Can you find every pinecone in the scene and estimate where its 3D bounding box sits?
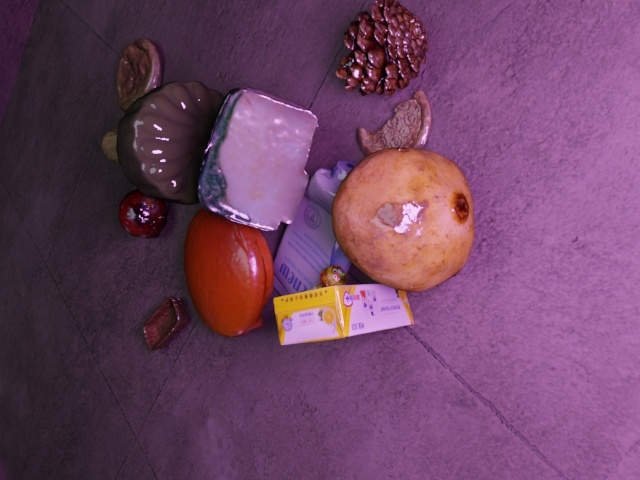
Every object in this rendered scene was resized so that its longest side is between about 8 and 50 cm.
[{"bbox_3d":[0.129,-0.411,1.092,0.205,0.179,0.184,-3,62,56],"label":"pinecone"}]

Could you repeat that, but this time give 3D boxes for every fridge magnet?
[{"bbox_3d":[-0.255,0.078,1.348,0.364,0.155,0.363,12,106,46],"label":"fridge magnet"}]

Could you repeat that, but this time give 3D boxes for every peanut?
[{"bbox_3d":[-0.648,-0.331,1.736,0.313,0.152,0.152,4,89,43],"label":"peanut"}]

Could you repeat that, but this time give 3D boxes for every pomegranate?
[{"bbox_3d":[0.161,-0.039,0.966,0.281,0.281,0.280,-4,84,39],"label":"pomegranate"}]

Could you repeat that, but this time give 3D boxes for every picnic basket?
[{"bbox_3d":[-0.495,0.268,1.616,0.193,0.055,0.110,-44,60,29],"label":"picnic basket"}]

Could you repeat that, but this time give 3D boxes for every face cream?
[{"bbox_3d":[0.000,0.000,1.217,0.235,0.137,0.420,43,124,32],"label":"face cream"}]

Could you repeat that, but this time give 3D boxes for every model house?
[{"bbox_3d":[-0.152,-0.211,1.241,0.284,0.244,0.298,-106,34,-70],"label":"model house"}]

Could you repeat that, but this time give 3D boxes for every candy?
[{"bbox_3d":[-0.016,0.111,1.172,0.201,0.061,0.060,-30,68,41],"label":"candy"}]

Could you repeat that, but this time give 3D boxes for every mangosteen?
[{"bbox_3d":[-0.590,-0.082,1.668,0.180,0.166,0.166,-43,58,58],"label":"mangosteen"}]

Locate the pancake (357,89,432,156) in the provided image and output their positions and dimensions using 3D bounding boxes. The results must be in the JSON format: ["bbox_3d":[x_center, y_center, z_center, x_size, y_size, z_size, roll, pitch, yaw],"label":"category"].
[{"bbox_3d":[0.169,-0.259,1.140,0.184,0.020,0.190,41,111,35],"label":"pancake"}]

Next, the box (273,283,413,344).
[{"bbox_3d":[0.054,0.148,1.043,0.169,0.265,0.097,-15,79,36],"label":"box"}]

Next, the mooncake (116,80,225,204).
[{"bbox_3d":[-0.385,-0.274,1.408,0.187,0.352,0.350,7,91,51],"label":"mooncake"}]

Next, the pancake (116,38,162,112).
[{"bbox_3d":[-0.673,-0.602,1.838,0.295,0.050,0.294,-2,86,40],"label":"pancake"}]
